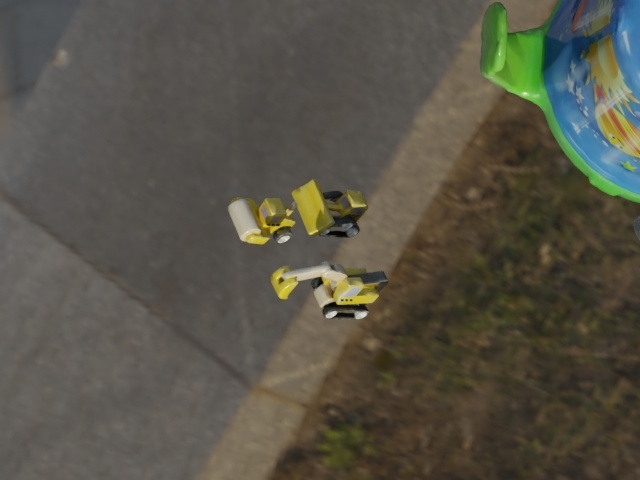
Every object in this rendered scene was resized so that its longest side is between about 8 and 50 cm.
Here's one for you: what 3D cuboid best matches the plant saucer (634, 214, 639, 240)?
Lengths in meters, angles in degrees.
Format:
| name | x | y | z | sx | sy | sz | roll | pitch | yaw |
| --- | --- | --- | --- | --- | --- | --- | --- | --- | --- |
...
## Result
| name | x | y | z | sx | sy | sz | roll | pitch | yaw |
| --- | --- | --- | --- | --- | --- | --- | --- | --- | --- |
| plant saucer | 0.283 | 0.048 | 0.777 | 0.317 | 0.317 | 0.044 | 36 | 106 | 36 |

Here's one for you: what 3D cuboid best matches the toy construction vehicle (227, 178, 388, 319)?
| name | x | y | z | sx | sy | sz | roll | pitch | yaw |
| --- | --- | --- | --- | --- | --- | --- | --- | --- | --- |
| toy construction vehicle | 0.000 | 0.000 | 1.064 | 0.035 | 0.098 | 0.086 | -43 | 56 | 36 |

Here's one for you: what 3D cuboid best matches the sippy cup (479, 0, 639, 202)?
| name | x | y | z | sx | sy | sz | roll | pitch | yaw |
| --- | --- | --- | --- | --- | --- | --- | --- | --- | --- |
| sippy cup | 0.300 | -0.151 | 1.474 | 0.305 | 0.224 | 0.240 | -33 | 86 | -2 |
